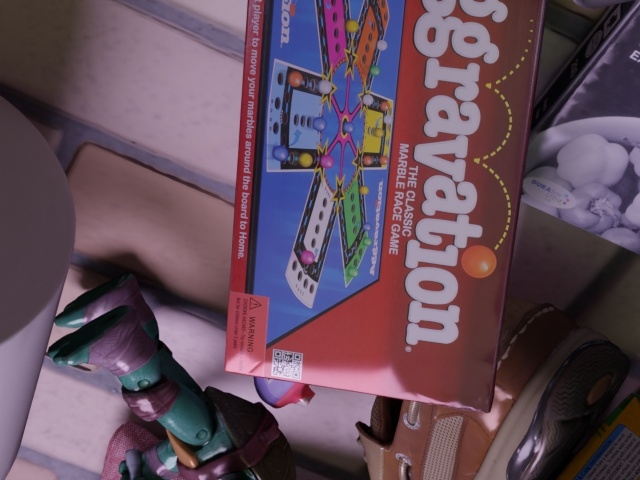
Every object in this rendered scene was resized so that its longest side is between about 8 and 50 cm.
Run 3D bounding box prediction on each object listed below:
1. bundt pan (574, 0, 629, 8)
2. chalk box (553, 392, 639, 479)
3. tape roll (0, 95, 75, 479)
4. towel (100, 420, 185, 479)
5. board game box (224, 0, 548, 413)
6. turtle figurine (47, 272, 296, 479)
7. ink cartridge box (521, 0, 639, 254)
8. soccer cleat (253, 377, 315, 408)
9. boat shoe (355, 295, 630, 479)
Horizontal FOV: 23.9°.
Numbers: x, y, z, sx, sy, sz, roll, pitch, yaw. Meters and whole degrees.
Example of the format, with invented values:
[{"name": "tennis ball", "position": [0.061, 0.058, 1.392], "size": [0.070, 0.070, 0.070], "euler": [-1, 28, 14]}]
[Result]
[{"name": "bundt pan", "position": [0.126, -0.207, 0.514], "size": [0.330, 0.124, 0.331], "euler": [30, 145, 23]}, {"name": "chalk box", "position": [0.181, 0.222, 0.957], "size": [0.132, 0.132, 0.213], "euler": [38, 147, 14]}, {"name": "tape roll", "position": [-0.265, 0.032, 0.806], "size": [0.246, 0.246, 0.169], "euler": [16, 133, -8]}, {"name": "towel", "position": [-0.028, 0.285, 1.067], "size": [0.329, 0.037, 0.237], "euler": [32, 134, 11]}, {"name": "board game box", "position": [0.032, -0.054, 0.755], "size": [0.145, 0.027, 0.281], "euler": [8, 111, 8]}, {"name": "turtle figurine", "position": [-0.078, 0.138, 0.928], "size": [0.118, 0.175, 0.234], "euler": [-34, 105, -16]}, {"name": "ink cartridge box", "position": [0.230, -0.065, 0.790], "size": [0.206, 0.045, 0.208], "euler": [23, 130, -14]}, {"name": "soccer cleat", "position": [0.000, 0.000, 0.866], "size": [0.095, 0.083, 0.248], "euler": [33, 134, 6]}, {"name": "boat shoe", "position": [0.088, 0.131, 0.956], "size": [0.120, 0.122, 0.324], "euler": [38, 143, 15]}]
